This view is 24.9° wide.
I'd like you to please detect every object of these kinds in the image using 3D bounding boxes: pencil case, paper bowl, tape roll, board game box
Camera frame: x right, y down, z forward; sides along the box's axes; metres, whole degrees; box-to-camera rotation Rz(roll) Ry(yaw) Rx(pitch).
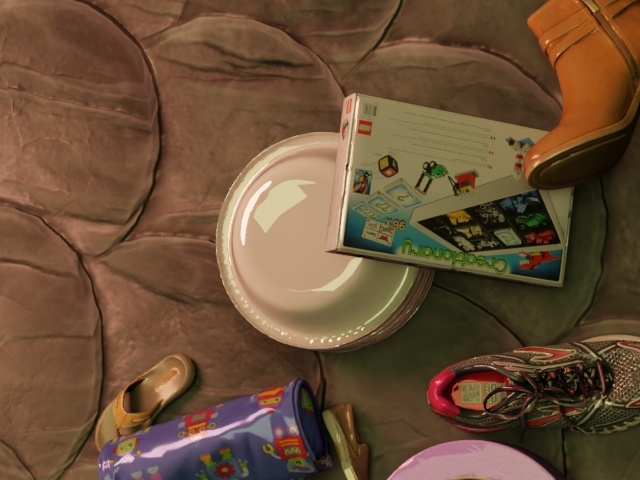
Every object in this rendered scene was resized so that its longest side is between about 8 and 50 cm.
[{"bbox_3d":[-0.133,0.279,1.888,0.306,0.133,0.119,-19,32,14],"label":"pencil case"},{"bbox_3d":[0.000,0.000,1.870,0.284,0.148,0.284,-2,82,19],"label":"paper bowl"},{"bbox_3d":[0.194,0.383,1.781,0.275,0.090,0.274,-3,80,18],"label":"tape roll"},{"bbox_3d":[0.165,-0.058,1.784,0.305,0.053,0.192,10,84,-18],"label":"board game box"}]

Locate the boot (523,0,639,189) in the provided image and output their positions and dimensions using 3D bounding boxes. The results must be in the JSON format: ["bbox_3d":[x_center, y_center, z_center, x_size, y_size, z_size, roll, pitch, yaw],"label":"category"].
[{"bbox_3d":[0.320,-0.205,1.791,0.283,0.109,0.220,-34,66,-6],"label":"boot"}]

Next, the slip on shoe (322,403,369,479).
[{"bbox_3d":[0.045,0.275,1.869,0.041,0.051,0.135,-23,69,2],"label":"slip on shoe"}]

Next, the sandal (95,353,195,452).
[{"bbox_3d":[-0.245,0.222,1.967,0.180,0.049,0.072,-45,72,7],"label":"sandal"}]

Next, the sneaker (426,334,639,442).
[{"bbox_3d":[0.278,0.185,1.769,0.299,0.112,0.120,-12,78,15],"label":"sneaker"}]
